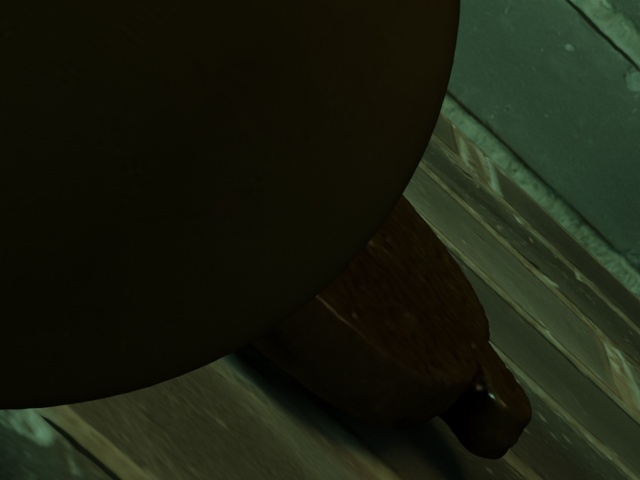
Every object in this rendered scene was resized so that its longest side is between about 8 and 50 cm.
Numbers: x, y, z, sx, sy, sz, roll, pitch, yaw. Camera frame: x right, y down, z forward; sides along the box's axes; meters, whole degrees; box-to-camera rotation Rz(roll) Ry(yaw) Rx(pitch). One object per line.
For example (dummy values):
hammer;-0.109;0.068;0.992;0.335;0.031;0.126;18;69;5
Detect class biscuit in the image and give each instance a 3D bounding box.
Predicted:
biscuit;-0.006;0.007;1.177;0.350;0.070;0.394;48;13;7

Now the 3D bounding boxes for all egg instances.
egg;-0.132;-0.111;0.591;0.374;0.301;0.301;37;13;-15
